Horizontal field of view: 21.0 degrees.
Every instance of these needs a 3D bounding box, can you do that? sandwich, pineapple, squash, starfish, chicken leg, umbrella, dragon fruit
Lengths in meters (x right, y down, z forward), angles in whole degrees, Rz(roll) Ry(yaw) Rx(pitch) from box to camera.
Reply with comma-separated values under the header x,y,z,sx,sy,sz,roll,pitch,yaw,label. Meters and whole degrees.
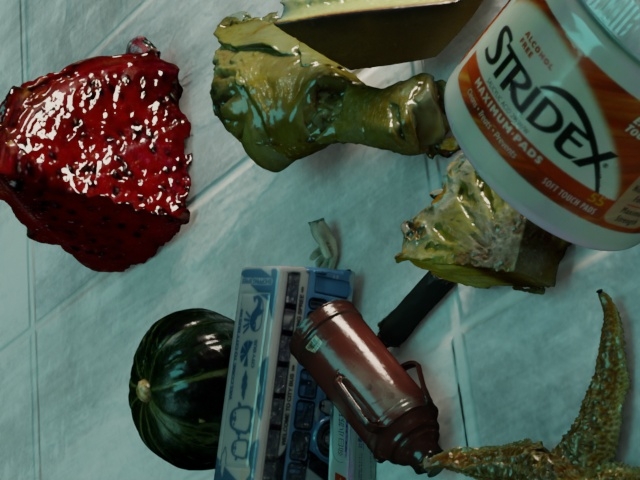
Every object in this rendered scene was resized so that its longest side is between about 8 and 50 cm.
x,y,z,sx,sy,sz,roll,pitch,yaw,label
0.080,-0.266,2.042,0.258,0.096,0.094,-5,40,14,sandwich
0.193,-0.021,1.848,0.236,0.114,0.186,-46,45,32,pineapple
-0.153,0.190,2.207,0.218,0.172,0.218,-171,90,-70,squash
0.219,0.244,1.749,0.293,0.084,0.301,-41,53,39,starfish
0.013,-0.171,2.128,0.429,0.153,0.201,15,75,48,chicken leg
0.109,0.079,2.002,0.133,0.031,0.036,-51,43,34,umbrella
-0.376,-0.131,2.512,0.228,0.329,0.286,-32,55,54,dragon fruit

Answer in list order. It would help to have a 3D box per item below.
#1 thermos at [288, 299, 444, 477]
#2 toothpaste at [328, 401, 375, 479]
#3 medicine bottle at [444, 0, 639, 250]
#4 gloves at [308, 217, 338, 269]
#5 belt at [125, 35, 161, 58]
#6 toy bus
x,y,z,sx,sy,sz,roll,pitch,yaw,label
0.062,0.178,1.953,0.099,0.124,0.232,-52,56,19,thermos
0.038,0.246,2.043,0.047,0.040,0.196,-18,66,54,toothpaste
0.280,-0.153,1.641,0.241,0.253,0.252,-52,42,31,medicine bottle
0.002,0.000,2.170,0.044,0.037,0.081,-60,-34,-88,gloves
-0.298,-0.206,2.644,0.053,0.071,0.232,53,126,40,belt
-0.042,0.175,2.097,0.106,0.131,0.297,-3,79,54,toy bus
